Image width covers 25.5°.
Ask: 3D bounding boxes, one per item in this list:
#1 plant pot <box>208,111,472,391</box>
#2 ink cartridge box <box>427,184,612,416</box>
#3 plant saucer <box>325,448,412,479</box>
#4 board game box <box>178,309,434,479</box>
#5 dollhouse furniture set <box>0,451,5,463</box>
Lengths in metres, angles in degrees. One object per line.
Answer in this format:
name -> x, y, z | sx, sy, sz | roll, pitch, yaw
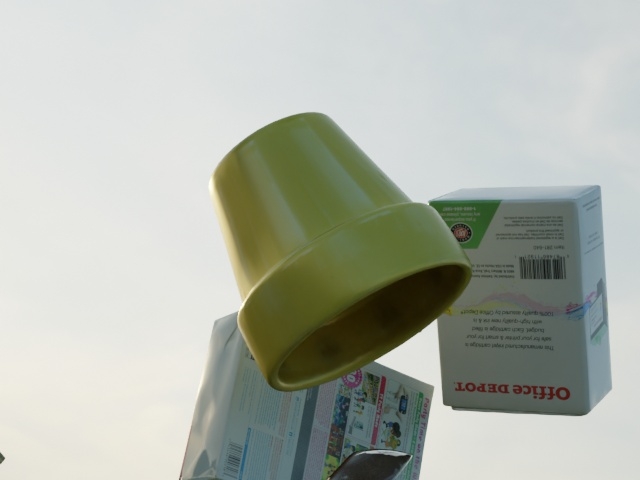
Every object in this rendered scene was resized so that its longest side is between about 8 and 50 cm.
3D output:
plant pot -> 0.000, 0.000, 1.551 | 0.254, 0.239, 0.254 | -27, -19, -10
ink cartridge box -> 0.260, 0.075, 1.824 | 0.201, 0.278, 0.117 | 0, 10, 28
plant saucer -> -0.031, 0.310, 1.389 | 0.050, 0.310, 0.310 | 43, -18, 6
board game box -> -0.010, 0.244, 1.786 | 0.303, 0.224, 0.097 | 26, -28, -28
dollhouse furniture set -> -0.503, 0.268, 1.686 | 0.183, 0.129, 0.129 | -16, -62, 44
